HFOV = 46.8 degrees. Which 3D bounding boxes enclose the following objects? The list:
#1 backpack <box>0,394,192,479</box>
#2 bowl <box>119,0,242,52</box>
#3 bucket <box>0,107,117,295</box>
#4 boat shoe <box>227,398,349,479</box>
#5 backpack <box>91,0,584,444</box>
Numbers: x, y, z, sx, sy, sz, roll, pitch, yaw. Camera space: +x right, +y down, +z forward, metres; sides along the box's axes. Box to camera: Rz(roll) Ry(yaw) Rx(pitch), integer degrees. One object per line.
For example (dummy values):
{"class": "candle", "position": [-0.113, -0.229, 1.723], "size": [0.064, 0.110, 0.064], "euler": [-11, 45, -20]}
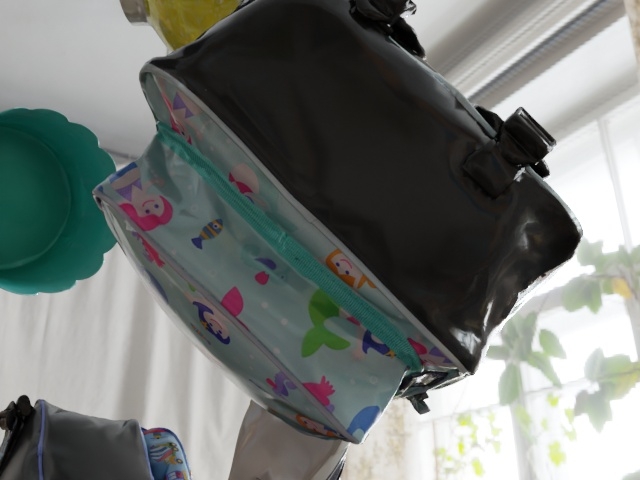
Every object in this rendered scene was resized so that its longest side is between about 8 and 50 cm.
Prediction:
{"class": "backpack", "position": [-0.157, 0.206, 0.440], "size": [0.116, 0.173, 0.158], "euler": [20, 10, -26]}
{"class": "bowl", "position": [-0.131, -0.293, 0.784], "size": [0.156, 0.290, 0.289], "euler": [-5, -26, 0]}
{"class": "bucket", "position": [-0.462, -0.059, 1.126], "size": [0.281, 0.281, 0.183], "euler": [23, -11, -39]}
{"class": "boat shoe", "position": [-0.025, 0.272, 0.889], "size": [0.127, 0.341, 0.158], "euler": [29, 6, 26]}
{"class": "backpack", "position": [0.000, 0.000, 0.439], "size": [0.225, 0.191, 0.253], "euler": [44, -9, 5]}
